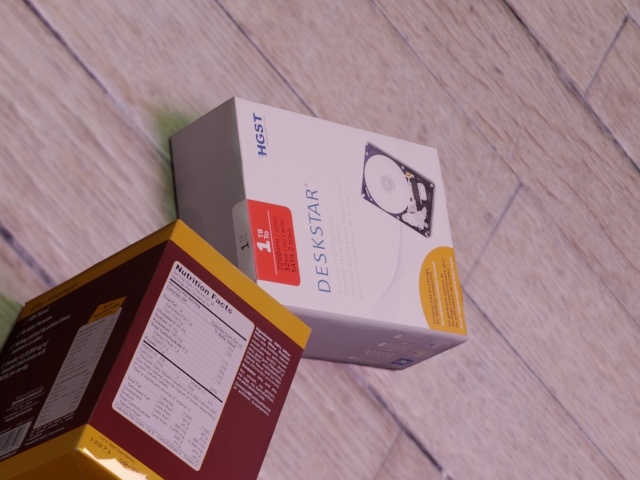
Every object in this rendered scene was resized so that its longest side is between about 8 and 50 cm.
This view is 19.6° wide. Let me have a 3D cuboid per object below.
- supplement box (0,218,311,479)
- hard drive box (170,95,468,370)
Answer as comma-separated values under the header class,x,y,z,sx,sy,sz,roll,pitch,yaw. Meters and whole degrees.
class,x,y,z,sx,sy,sz,roll,pitch,yaw
supplement box,-0.137,0.122,1.250,0.129,0.191,0.194,41,47,-23
hard drive box,0.000,0.000,1.523,0.232,0.089,0.181,10,63,-41
